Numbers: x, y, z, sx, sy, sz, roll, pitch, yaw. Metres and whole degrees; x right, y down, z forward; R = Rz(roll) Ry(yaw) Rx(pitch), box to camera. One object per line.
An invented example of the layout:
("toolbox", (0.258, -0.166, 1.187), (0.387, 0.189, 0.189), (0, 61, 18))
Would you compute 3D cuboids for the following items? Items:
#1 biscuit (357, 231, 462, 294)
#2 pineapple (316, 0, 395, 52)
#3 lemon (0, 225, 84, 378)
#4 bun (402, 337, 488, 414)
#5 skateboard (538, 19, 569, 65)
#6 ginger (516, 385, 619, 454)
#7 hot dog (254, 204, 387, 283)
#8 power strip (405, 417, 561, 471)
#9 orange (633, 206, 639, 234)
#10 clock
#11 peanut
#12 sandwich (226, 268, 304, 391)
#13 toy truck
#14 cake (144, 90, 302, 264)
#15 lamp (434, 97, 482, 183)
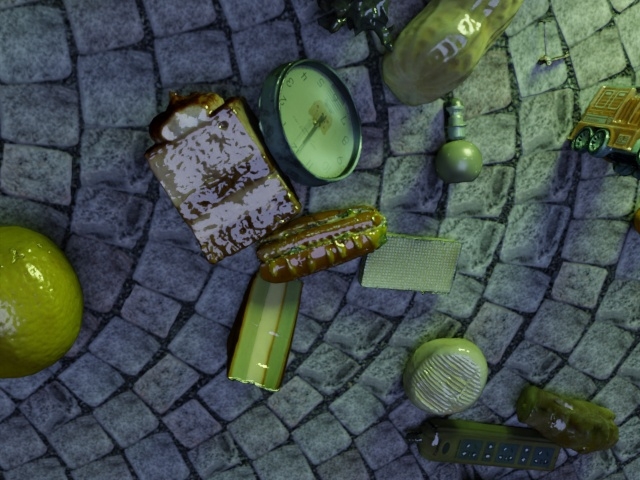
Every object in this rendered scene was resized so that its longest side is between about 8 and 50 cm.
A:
("biscuit", (0.183, 0.047, 1.386), (0.199, 0.040, 0.121), (7, 104, -12))
("pineapple", (0.020, -0.466, 1.099), (0.223, 0.223, 0.357), (-45, 125, 8))
("lemon", (-0.542, 0.106, 1.174), (0.267, 0.267, 0.267), (-3, 110, -9))
("bun", (0.269, 0.289, 1.457), (0.164, 0.111, 0.188), (32, 105, -1))
("skateboard", (0.444, -0.381, 1.284), (0.064, 0.032, 0.083), (-20, 114, -13))
("ginger", (0.570, 0.417, 1.547), (0.263, 0.109, 0.116), (22, 102, -15))
("hot dog", (0.000, 0.000, 1.311), (0.269, 0.115, 0.072), (-21, 155, -2))
("power strip", (0.380, 0.474, 1.560), (0.388, 0.066, 0.092), (9, 105, -13))
("orange", (0.700, -0.049, 1.429), (0.086, 0.062, 0.086), (-11, 118, -22))
("clock", (-0.011, -0.207, 1.179), (0.049, 0.226, 0.226), (-11, 119, 41))
("peanut", (0.241, -0.373, 1.189), (0.152, 0.152, 0.313), (41, 96, -20))
("sandwich", (-0.103, 0.173, 1.327), (0.117, 0.144, 0.187), (18, 106, -18))
("toy truck", (0.605, -0.199, 1.232), (0.136, 0.305, 0.162), (23, 99, -16))
("cake", (-0.183, -0.133, 1.181), (0.196, 0.198, 0.293), (-30, 108, 7))
("lamp", (0.262, -0.192, 1.296), (0.091, 0.091, 0.163), (-7, 96, -7))
